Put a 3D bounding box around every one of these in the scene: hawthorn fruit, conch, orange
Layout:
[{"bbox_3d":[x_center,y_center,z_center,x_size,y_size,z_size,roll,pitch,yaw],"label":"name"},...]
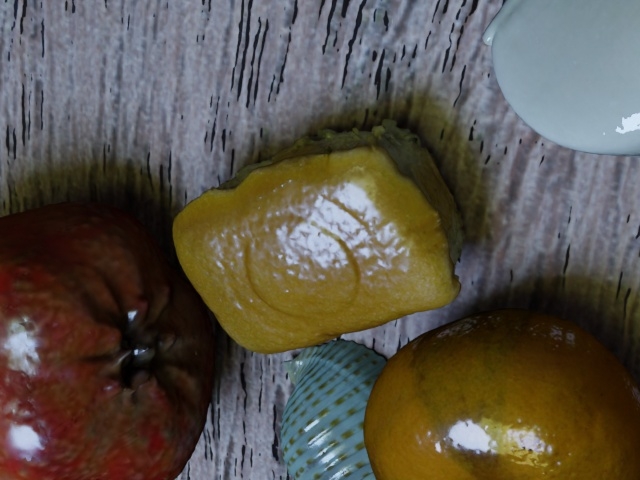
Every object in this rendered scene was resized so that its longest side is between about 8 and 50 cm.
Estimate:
[{"bbox_3d":[-0.261,0.115,1.222,0.330,0.287,0.287,-10,112,45],"label":"hawthorn fruit"},{"bbox_3d":[0.023,0.177,1.208,0.135,0.102,0.153,-26,103,18],"label":"conch"},{"bbox_3d":[0.157,0.159,1.088,0.240,0.171,0.240,12,133,13],"label":"orange"}]

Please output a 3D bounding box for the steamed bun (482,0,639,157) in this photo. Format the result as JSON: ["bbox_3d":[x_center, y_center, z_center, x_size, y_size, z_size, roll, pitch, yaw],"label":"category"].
[{"bbox_3d":[0.241,-0.151,0.874,0.241,0.146,0.164,-52,57,34],"label":"steamed bun"}]

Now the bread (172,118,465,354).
[{"bbox_3d":[0.000,0.000,1.110,0.246,0.121,0.174,-17,106,29],"label":"bread"}]
